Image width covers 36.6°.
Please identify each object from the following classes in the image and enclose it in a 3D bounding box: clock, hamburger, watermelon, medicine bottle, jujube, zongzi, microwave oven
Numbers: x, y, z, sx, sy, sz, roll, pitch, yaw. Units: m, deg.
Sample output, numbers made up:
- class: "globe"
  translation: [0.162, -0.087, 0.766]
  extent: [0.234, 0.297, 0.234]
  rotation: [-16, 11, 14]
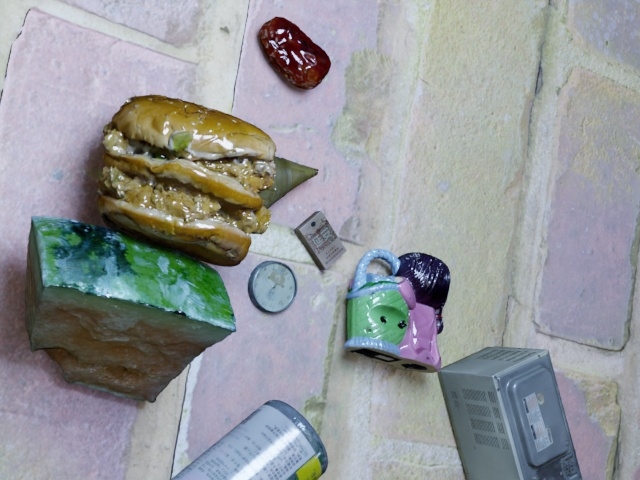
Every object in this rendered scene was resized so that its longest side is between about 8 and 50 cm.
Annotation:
- class: "clock"
  translation: [-0.075, 0.073, 1.530]
  extent: [0.085, 0.017, 0.085]
  rotation: [1, 88, -32]
- class: "hamburger"
  translation: [-0.197, -0.088, 1.328]
  extent: [0.245, 0.260, 0.211]
  rotation: [20, 87, -50]
- class: "watermelon"
  translation: [-0.275, 0.079, 1.284]
  extent: [0.264, 0.302, 0.151]
  rotation: [17, 55, -23]
- class: "medicine bottle"
  translation: [-0.135, 0.370, 1.411]
  extent: [0.293, 0.141, 0.141]
  rotation: [-36, 106, -27]
- class: "clock"
  translation: [0.132, 0.107, 1.611]
  extent: [0.194, 0.100, 0.196]
  rotation: [22, 69, -29]
- class: "jujube"
  translation: [-0.042, -0.298, 1.532]
  extent: [0.129, 0.077, 0.077]
  rotation: [44, 67, -15]
- class: "zongzi"
  translation: [-0.094, -0.059, 1.493]
  extent: [0.176, 0.078, 0.160]
  rotation: [18, 85, -33]
- class: "microwave oven"
  translation: [0.333, 0.318, 1.674]
  extent: [0.145, 0.194, 0.241]
  rotation: [-19, 96, -32]

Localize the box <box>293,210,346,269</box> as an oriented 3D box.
- class: "box"
  translation: [0.000, 0.000, 1.575]
  extent: [0.053, 0.024, 0.083]
  rotation: [-42, 111, -26]
